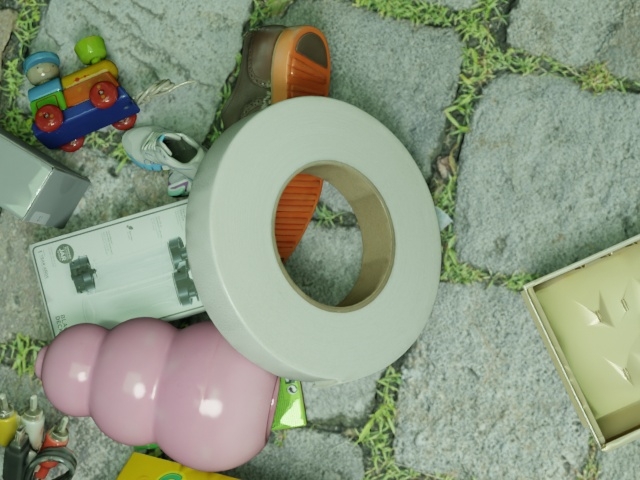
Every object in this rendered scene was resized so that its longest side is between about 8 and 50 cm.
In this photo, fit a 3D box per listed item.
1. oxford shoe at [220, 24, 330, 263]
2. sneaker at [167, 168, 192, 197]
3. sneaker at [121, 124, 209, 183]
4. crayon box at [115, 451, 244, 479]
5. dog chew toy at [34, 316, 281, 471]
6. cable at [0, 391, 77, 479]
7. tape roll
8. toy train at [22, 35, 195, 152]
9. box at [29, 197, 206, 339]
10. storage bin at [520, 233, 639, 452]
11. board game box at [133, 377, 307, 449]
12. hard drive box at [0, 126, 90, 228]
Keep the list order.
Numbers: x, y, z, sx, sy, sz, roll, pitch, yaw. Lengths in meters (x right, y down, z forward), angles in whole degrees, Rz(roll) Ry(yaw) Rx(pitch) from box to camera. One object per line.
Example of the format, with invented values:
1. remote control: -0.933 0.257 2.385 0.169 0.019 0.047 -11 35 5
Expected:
1. oxford shoe: -0.078 -0.134 1.677 0.133 0.130 0.363 12 94 37
2. sneaker: -0.182 -0.103 1.705 0.098 0.038 0.069 -5 87 4
3. sneaker: -0.223 -0.138 1.664 0.191 0.083 0.071 19 74 31
4. crayon box: -0.169 0.463 1.493 0.363 0.106 0.313 7 51 30
5. dog chew toy: -0.226 0.197 1.570 0.332 0.206 0.206 10 87 4
6. cable: -0.417 0.345 1.639 0.140 0.072 0.287 22 125 5
7. tape roll: 0.000 0.000 1.550 0.392 0.072 0.391 8 76 -35
8. toy train: -0.319 -0.244 1.703 0.248 0.105 0.143 -23 71 3
9. box: -0.259 0.047 1.678 0.290 0.087 0.169 -17 85 4
10. storage bin: 0.451 0.129 1.593 0.262 0.123 0.260 -25 84 3
11. board game box: -0.156 0.229 1.683 0.260 0.039 0.124 -9 85 2
12. hard drive box: -0.474 -0.117 1.661 0.232 0.181 0.089 30 90 7
